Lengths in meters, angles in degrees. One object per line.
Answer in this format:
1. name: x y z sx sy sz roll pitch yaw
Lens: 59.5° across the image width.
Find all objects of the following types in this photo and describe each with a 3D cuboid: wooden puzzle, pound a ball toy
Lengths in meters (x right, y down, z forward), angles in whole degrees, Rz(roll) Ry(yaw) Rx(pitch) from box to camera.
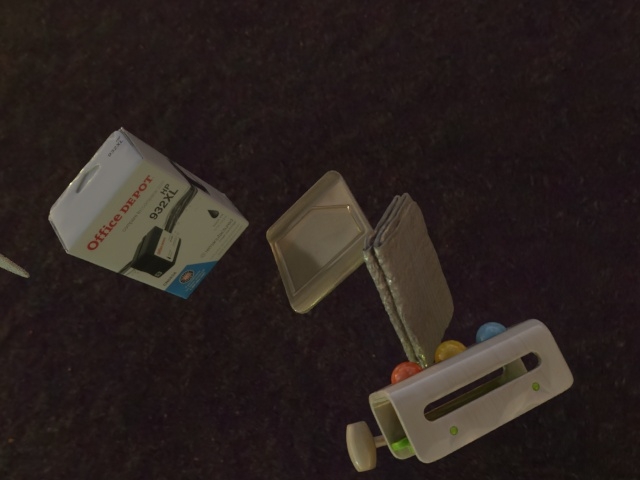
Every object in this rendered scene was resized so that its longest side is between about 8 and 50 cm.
1. wooden puzzle: 0.000 0.000 1.136 0.221 0.044 0.239 -43 44 16
2. pound a ball toy: 0.190 0.237 0.881 0.319 0.208 0.136 -20 76 -16

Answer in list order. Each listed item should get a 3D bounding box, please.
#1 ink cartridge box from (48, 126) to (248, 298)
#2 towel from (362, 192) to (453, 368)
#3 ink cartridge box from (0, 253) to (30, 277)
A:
1. ink cartridge box: -0.329 -0.040 1.115 0.223 0.307 0.129 -49 53 5
2. towel: 0.161 0.075 0.992 0.049 0.282 0.187 -7 28 35
3. ink cartridge box: -0.225 -0.012 0.206 0.115 0.198 0.067 17 72 23
